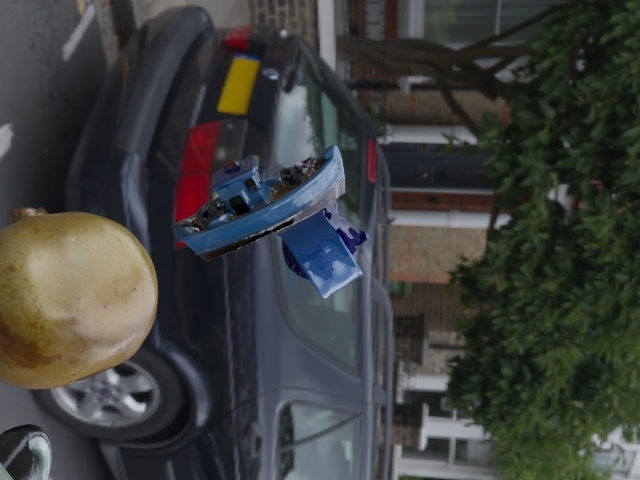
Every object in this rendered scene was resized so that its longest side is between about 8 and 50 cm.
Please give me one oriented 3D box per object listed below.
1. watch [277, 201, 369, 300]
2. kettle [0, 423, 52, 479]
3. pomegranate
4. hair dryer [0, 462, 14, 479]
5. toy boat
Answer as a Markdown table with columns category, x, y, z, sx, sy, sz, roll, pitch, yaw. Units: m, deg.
| category | x | y | z | sx | sy | sz | roll | pitch | yaw |
| --- | --- | --- | --- | --- | --- | --- | --- | --- | --- |
| watch | 0.000 | 0.009 | 1.568 | 0.196 | 0.171 | 0.200 | 47 | 3 | -14 |
| kettle | -0.484 | 0.404 | 1.209 | 0.221 | 0.161 | 0.236 | -58 | 158 | -55 |
| pomegranate | -0.544 | 0.107 | 1.634 | 0.416 | 0.417 | 0.416 | 3 | 90 | -83 |
| hair dryer | -0.332 | 0.276 | 0.906 | 0.267 | 0.092 | 0.229 | 48 | 3 | 30 |
| toy boat | -0.076 | -0.058 | 0.952 | 0.100 | 0.223 | 0.097 | -97 | 161 | -65 |
